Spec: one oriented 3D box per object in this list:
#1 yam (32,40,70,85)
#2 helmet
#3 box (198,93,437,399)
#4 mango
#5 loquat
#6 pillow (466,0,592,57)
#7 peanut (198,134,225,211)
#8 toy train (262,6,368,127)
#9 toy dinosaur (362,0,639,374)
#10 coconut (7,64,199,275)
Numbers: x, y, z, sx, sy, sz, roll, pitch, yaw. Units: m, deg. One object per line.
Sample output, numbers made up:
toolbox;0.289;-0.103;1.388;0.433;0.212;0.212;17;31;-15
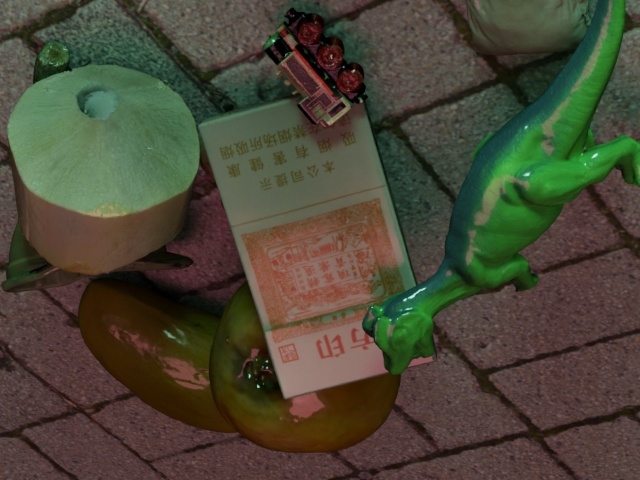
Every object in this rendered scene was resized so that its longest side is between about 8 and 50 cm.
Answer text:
yam;-0.337;-0.203;1.867;0.043;0.043;0.094;15;142;-3
helmet;-0.307;-0.016;2.010;0.257;0.137;0.204;-8;176;-1
box;0.000;0.001;1.842;0.204;0.051;0.365;-15;103;8
mango;-0.212;0.176;2.215;0.331;0.142;0.195;26;135;-5
loquat;-0.014;0.163;2.049;0.274;0.275;0.275;7;140;6
pillow;0.221;-0.286;1.629;0.148;0.050;0.230;2;140;19
peanut;-0.086;-0.066;1.932;0.104;0.086;0.228;-4;136;23
toy train;-0.009;-0.202;1.740;0.087;0.050;0.138;-38;101;12
toy dinosaur;0.179;-0.090;1.668;0.374;0.144;0.500;-29;138;-10
coconut;-0.266;-0.095;1.825;0.239;0.239;0.244;14;147;-2
